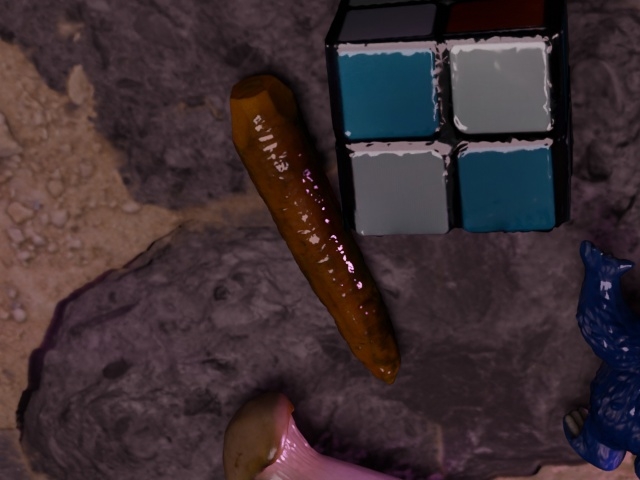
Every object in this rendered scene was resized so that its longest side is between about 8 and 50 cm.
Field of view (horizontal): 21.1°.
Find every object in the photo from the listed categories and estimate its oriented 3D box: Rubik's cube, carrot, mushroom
[{"bbox_3d":[0.108,-0.114,1.355,0.183,0.180,0.167,-2,116,12],"label":"Rubik's cube"},{"bbox_3d":[0.000,0.000,1.502,0.066,0.066,0.314,-17,116,17],"label":"carrot"},{"bbox_3d":[0.042,0.273,1.603,0.329,0.122,0.159,36,108,-9],"label":"mushroom"}]

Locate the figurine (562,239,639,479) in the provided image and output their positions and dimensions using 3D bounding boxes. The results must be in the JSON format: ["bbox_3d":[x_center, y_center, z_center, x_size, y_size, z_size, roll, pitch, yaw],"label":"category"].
[{"bbox_3d":[0.301,0.109,1.467,0.164,0.120,0.262,-1,127,-1],"label":"figurine"}]
